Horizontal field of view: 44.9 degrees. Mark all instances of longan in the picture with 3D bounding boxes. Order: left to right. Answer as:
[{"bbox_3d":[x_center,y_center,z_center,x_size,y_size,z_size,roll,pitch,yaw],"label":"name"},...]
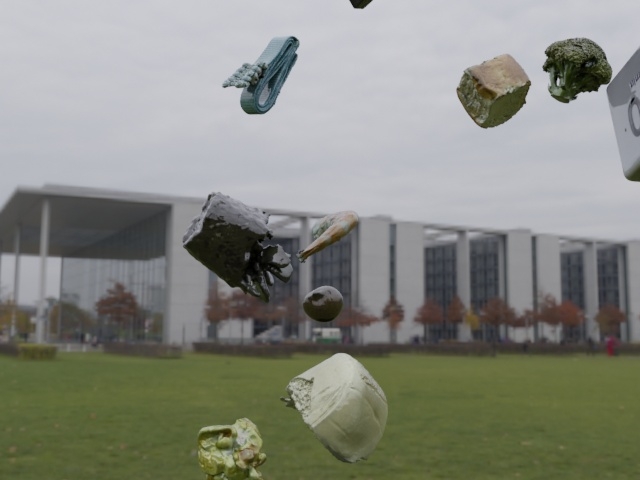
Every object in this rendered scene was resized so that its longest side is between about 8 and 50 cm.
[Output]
[{"bbox_3d":[0.007,0.168,2.071,0.113,0.092,0.113,-5,-43,-4],"label":"longan"}]

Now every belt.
[{"bbox_3d":[-0.104,-0.325,1.462,0.065,0.179,0.100,6,-30,39],"label":"belt"}]

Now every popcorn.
[{"bbox_3d":[-0.181,0.436,1.582,0.162,0.135,0.141,29,27,-4],"label":"popcorn"}]

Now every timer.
[{"bbox_3d":[0.613,-0.219,1.277,0.194,0.195,0.192,4,-26,-8],"label":"timer"}]

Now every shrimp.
[{"bbox_3d":[0.000,0.000,1.465,0.166,0.049,0.161,-41,11,-32],"label":"shrimp"}]

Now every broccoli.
[{"bbox_3d":[0.465,-0.311,1.414,0.130,0.120,0.131,28,-3,-30],"label":"broccoli"}]

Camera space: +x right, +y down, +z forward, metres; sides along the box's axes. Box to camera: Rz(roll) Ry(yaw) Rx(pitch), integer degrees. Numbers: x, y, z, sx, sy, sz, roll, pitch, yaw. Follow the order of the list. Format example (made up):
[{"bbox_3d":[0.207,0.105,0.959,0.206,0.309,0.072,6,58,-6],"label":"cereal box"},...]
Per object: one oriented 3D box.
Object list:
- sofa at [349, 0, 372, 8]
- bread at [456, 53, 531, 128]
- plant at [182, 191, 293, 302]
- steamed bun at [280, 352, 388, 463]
[{"bbox_3d":[0.078,-0.589,1.755,0.060,0.118,0.039,-34,-10,38],"label":"sofa"},{"bbox_3d":[0.238,-0.207,1.072,0.083,0.070,0.077,-23,-26,-20],"label":"bread"},{"bbox_3d":[-0.197,0.011,1.951,0.276,0.188,0.199,36,10,-17],"label":"plant"},{"bbox_3d":[0.068,0.513,2.283,0.273,0.272,0.290,-41,-49,8],"label":"steamed bun"}]
